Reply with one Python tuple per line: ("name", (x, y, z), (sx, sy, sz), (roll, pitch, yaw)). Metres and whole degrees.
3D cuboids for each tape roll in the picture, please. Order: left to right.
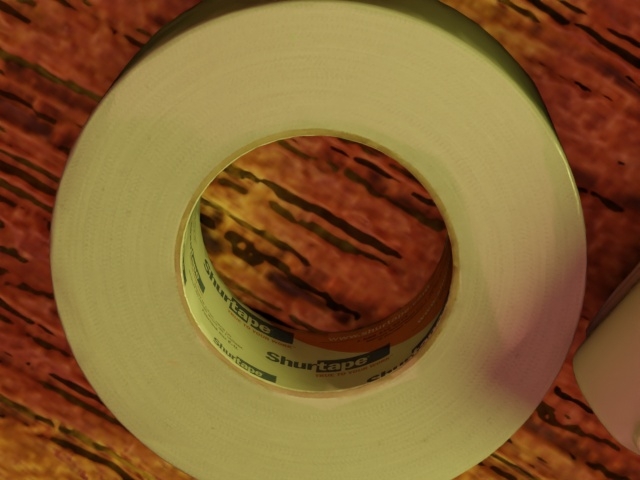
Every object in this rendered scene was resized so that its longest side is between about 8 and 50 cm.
("tape roll", (0.000, 0.000, 0.743), (0.219, 0.072, 0.219), (1, 109, 2))

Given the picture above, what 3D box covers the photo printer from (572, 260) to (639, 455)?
("photo printer", (0.289, 0.006, 0.691), (0.256, 0.107, 0.307), (31, 110, -20))
